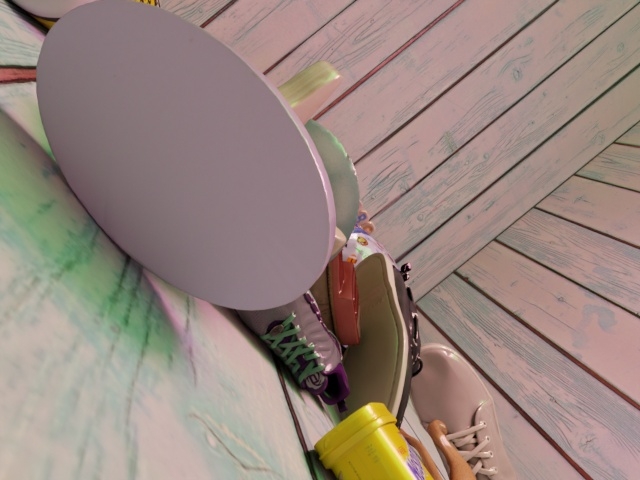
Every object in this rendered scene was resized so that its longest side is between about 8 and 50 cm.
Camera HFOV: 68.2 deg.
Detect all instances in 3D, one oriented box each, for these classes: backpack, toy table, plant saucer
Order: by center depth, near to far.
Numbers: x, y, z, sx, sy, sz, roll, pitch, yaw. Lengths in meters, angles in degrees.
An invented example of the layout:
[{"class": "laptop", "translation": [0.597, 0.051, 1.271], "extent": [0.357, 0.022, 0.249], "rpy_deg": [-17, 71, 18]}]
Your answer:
[{"class": "toy table", "translation": [-0.089, -0.074, 0.426], "extent": [0.274, 0.252, 0.161], "rpy_deg": [56, 15, 0]}, {"class": "plant saucer", "translation": [-0.054, -0.046, 0.530], "extent": [0.195, 0.195, 0.037], "rpy_deg": [51, 18, -3]}, {"class": "backpack", "translation": [0.043, 0.071, 1.113], "extent": [0.213, 0.276, 0.263], "rpy_deg": [54, 9, 17]}]

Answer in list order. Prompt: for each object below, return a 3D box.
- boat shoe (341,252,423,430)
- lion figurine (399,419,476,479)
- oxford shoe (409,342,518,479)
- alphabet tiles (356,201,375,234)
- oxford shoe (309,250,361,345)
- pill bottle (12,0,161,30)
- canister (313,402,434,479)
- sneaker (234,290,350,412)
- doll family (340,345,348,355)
[{"class": "boat shoe", "translation": [0.105, 0.166, 0.732], "extent": [0.113, 0.127, 0.340], "rpy_deg": [41, 26, -24]}, {"class": "lion figurine", "translation": [0.257, 0.447, 0.691], "extent": [0.392, 0.142, 0.240], "rpy_deg": [37, 6, 5]}, {"class": "oxford shoe", "translation": [0.316, 0.433, 1.007], "extent": [0.130, 0.169, 0.449], "rpy_deg": [-7, 75, -82]}, {"class": "alphabet tiles", "translation": [0.000, 0.000, 1.214], "extent": [0.284, 0.278, 0.021], "rpy_deg": [52, 12, -53]}, {"class": "oxford shoe", "translation": [-0.031, 0.001, 0.627], "extent": [0.123, 0.130, 0.348], "rpy_deg": [-75, 156, -66]}, {"class": "pill bottle", "translation": [-0.387, -0.418, 0.815], "extent": [0.188, 0.188, 0.334], "rpy_deg": [51, 0, -3]}, {"class": "canister", "translation": [0.078, 0.247, 0.445], "extent": [0.170, 0.073, 0.126], "rpy_deg": [53, 1, 25]}, {"class": "sneaker", "translation": [-0.022, 0.120, 0.558], "extent": [0.224, 0.083, 0.098], "rpy_deg": [51, 7, -40]}, {"class": "doll family", "translation": [0.004, 0.164, 0.809], "extent": [0.111, 0.076, 0.193], "rpy_deg": [47, -5, -2]}]
